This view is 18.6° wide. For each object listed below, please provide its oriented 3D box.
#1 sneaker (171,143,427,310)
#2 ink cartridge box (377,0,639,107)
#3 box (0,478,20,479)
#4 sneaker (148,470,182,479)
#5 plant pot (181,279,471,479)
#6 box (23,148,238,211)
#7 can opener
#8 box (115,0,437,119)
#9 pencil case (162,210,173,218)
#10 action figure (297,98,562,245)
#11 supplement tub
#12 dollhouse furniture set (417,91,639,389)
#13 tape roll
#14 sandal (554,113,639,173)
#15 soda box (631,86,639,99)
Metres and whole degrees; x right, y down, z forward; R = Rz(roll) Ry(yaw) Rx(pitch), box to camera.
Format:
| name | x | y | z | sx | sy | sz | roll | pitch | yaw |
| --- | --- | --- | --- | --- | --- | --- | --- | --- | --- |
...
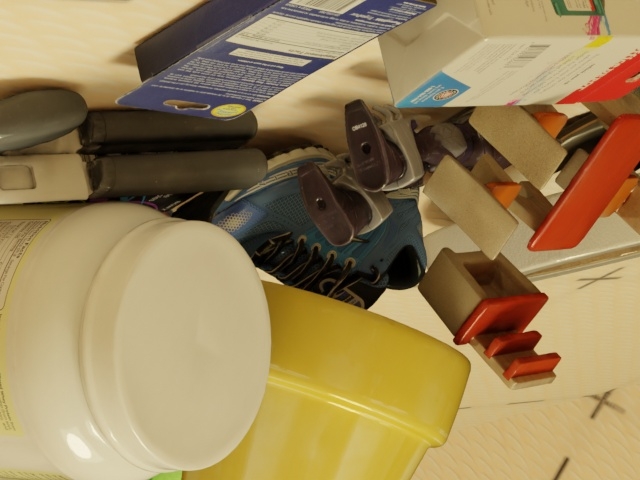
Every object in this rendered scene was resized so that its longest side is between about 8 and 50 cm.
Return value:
| name | x | y | z | sx | sy | sz | roll | pitch | yaw |
| --- | --- | --- | --- | --- | --- | --- | --- | --- | --- |
| sneaker | 0.000 | 0.000 | 1.818 | 0.130 | 0.147 | 0.330 | -28 | 163 | 37 |
| ink cartridge box | 0.177 | -0.165 | 1.538 | 0.231 | 0.078 | 0.134 | -4 | 162 | -33 |
| box | -0.386 | 0.147 | 1.849 | 0.148 | 0.127 | 0.232 | -10 | 133 | 24 |
| sneaker | -0.204 | 0.198 | 2.050 | 0.202 | 0.185 | 0.483 | -41 | -159 | -25 |
| plant pot | -0.017 | 0.184 | 1.760 | 0.254 | 0.239 | 0.254 | 17 | 170 | 3 |
| box | -0.166 | -0.056 | 1.724 | 0.162 | 0.029 | 0.116 | -2 | 162 | -44 |
| can opener | -0.159 | -0.077 | 1.568 | 0.283 | 0.076 | 0.095 | -5 | 163 | -34 |
| box | -0.040 | -0.153 | 1.471 | 0.225 | 0.036 | 0.136 | -27 | 160 | 37 |
| pencil case | -0.242 | 0.053 | 1.888 | 0.124 | 0.113 | 0.273 | 21 | 145 | -40 |
| action figure | 0.102 | -0.082 | 1.746 | 0.185 | 0.099 | 0.285 | -34 | 171 | 36 |
| supplement tub | -0.228 | 0.084 | 1.634 | 0.325 | 0.235 | 0.235 | 0 | 175 | 35 |
| dollhouse furniture set | 0.212 | -0.010 | 1.719 | 0.262 | 0.135 | 0.259 | -4 | 134 | -50 |
| tape roll | 0.301 | -0.014 | 2.092 | 0.392 | 0.072 | 0.392 | -13 | 176 | -1 |
| sandal | 0.311 | -0.098 | 1.933 | 0.219 | 0.060 | 0.090 | -17 | 164 | 12 |
| soda box | 0.367 | -0.152 | 1.782 | 0.058 | 0.063 | 0.183 | -3 | 162 | -42 |
